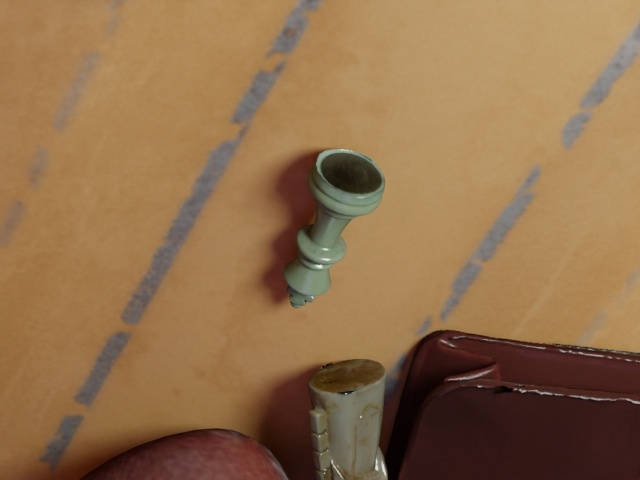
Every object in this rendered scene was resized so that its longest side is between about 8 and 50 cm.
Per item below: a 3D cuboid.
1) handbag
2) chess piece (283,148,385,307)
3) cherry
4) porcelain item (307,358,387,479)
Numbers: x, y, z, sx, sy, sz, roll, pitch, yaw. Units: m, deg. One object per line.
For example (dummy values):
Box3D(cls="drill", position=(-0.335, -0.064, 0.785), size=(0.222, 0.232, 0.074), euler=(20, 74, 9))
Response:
Box3D(cls="handbag", position=(0.195, 0.202, 1.371), size=(0.275, 0.084, 0.260), euler=(9, 124, -7))
Box3D(cls="chess piece", position=(0.000, 0.000, 1.233), size=(0.059, 0.059, 0.149), euler=(15, 130, -11))
Box3D(cls="cherry", position=(-0.133, 0.293, 1.350), size=(0.285, 0.213, 0.236), euler=(-44, 156, 8))
Box3D(cls="porcelain item", position=(0.022, 0.210, 1.345), size=(0.084, 0.054, 0.213), euler=(-17, 117, -39))
